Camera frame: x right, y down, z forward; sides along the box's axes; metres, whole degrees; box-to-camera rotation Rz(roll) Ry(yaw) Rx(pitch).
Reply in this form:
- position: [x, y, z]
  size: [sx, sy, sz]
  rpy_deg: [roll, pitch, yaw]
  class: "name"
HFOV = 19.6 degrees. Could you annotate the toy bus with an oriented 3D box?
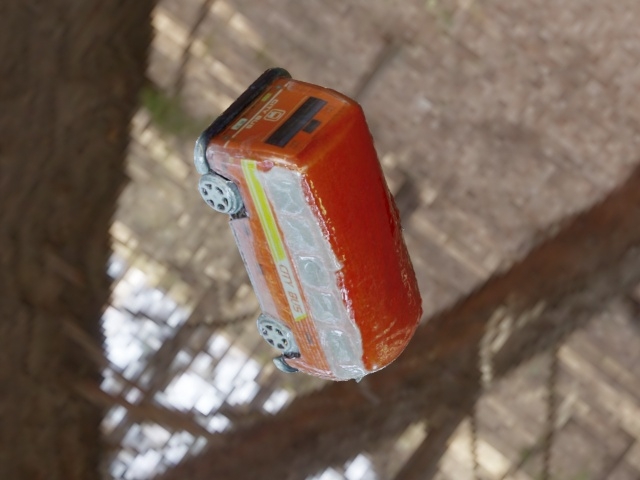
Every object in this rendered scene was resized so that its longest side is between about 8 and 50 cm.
- position: [0.000, 0.000, 1.487]
  size: [0.120, 0.121, 0.265]
  rpy_deg: [13, 136, 36]
  class: "toy bus"
